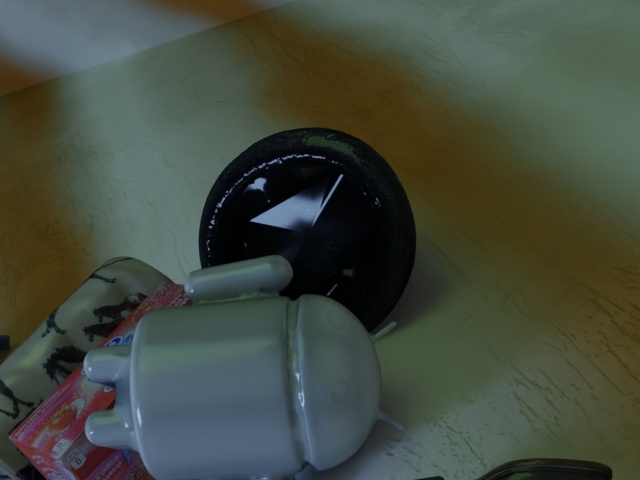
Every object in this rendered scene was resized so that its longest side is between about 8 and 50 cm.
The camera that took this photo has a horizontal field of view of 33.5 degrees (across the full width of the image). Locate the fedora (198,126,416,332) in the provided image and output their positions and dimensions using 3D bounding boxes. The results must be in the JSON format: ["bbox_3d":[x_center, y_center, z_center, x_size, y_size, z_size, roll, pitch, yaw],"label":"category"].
[{"bbox_3d":[0.000,0.000,1.464,0.334,0.333,0.152,-14,-2,30],"label":"fedora"}]

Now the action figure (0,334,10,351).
[{"bbox_3d":[-0.703,0.267,1.828,0.330,0.178,0.341,10,18,44],"label":"action figure"}]

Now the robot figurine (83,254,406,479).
[{"bbox_3d":[-0.084,0.166,1.207,0.354,0.299,0.200,-5,-10,4],"label":"robot figurine"}]

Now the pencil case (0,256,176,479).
[{"bbox_3d":[-0.348,0.195,1.527,0.410,0.183,0.160,-51,5,-35],"label":"pencil case"}]

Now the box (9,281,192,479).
[{"bbox_3d":[-0.227,0.210,1.385,0.142,0.154,0.300,3,44,49],"label":"box"}]

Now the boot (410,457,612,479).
[{"bbox_3d":[0.170,0.272,0.995,0.219,0.082,0.106,-15,53,20],"label":"boot"}]
